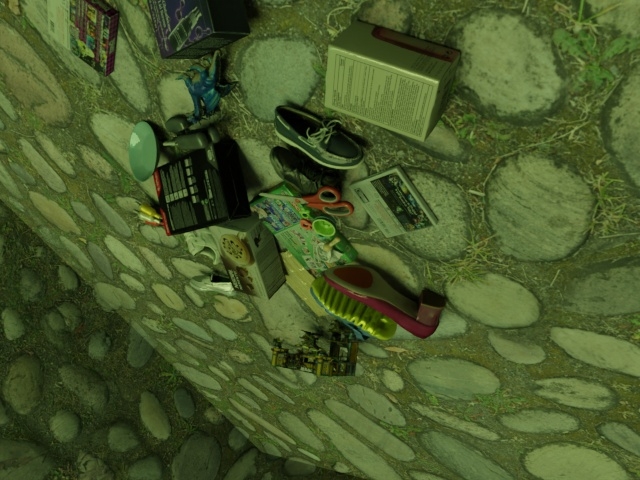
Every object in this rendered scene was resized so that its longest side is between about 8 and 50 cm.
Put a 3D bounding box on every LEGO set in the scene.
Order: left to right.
[{"bbox_3d":[-0.015,0.379,1.906,0.255,0.191,0.331,15,168,-40],"label":"LEGO set"}]

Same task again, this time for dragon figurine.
[{"bbox_3d":[-0.280,-0.397,1.351,0.289,0.085,0.144,-13,123,47],"label":"dragon figurine"}]

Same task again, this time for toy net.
[{"bbox_3d":[0.000,0.000,1.514,0.122,0.045,0.232,9,142,17],"label":"toy net"}]

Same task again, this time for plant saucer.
[{"bbox_3d":[-0.563,-0.286,1.693,0.195,0.038,0.194,4,96,44],"label":"plant saucer"}]

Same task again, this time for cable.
[{"bbox_3d":[-0.578,-0.060,1.992,0.287,0.072,0.139,26,149,13],"label":"cable"}]

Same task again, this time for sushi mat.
[{"bbox_3d":[-0.060,0.156,1.862,0.316,0.019,0.151,48,144,-18],"label":"sushi mat"}]

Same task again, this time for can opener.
[{"bbox_3d":[-0.384,-0.311,1.496,0.284,0.076,0.095,11,127,54],"label":"can opener"}]

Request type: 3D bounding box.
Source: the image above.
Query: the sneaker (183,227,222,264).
[{"bbox_3d":[-0.437,-0.040,1.831,0.305,0.152,0.114,38,147,-1],"label":"sneaker"}]

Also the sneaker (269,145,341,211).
[{"bbox_3d":[-0.029,-0.179,1.398,0.227,0.087,0.130,46,141,-20],"label":"sneaker"}]

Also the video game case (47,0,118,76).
[{"bbox_3d":[-0.670,-0.608,1.464,0.210,0.041,0.232,37,145,-3],"label":"video game case"}]

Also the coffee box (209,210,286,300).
[{"bbox_3d":[-0.243,0.045,1.777,0.168,0.119,0.297,12,133,31],"label":"coffee box"}]

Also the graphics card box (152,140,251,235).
[{"bbox_3d":[-0.378,-0.153,1.622,0.371,0.094,0.232,-11,92,46],"label":"graphics card box"}]

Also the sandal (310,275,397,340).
[{"bbox_3d":[0.094,0.241,1.752,0.317,0.126,0.138,38,149,-1],"label":"sandal"}]

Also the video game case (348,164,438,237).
[{"bbox_3d":[0.189,-0.097,1.368,0.173,0.022,0.190,-15,120,48],"label":"video game case"}]

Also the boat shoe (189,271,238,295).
[{"bbox_3d":[-0.436,0.163,2.139,0.227,0.083,0.075,8,125,17],"label":"boat shoe"}]

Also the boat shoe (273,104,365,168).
[{"bbox_3d":[-0.005,-0.260,1.282,0.255,0.095,0.079,33,157,19],"label":"boat shoe"}]

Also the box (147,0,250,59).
[{"bbox_3d":[-0.273,-0.505,1.158,0.207,0.108,0.153,-5,101,42],"label":"box"}]

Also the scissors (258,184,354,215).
[{"bbox_3d":[-0.042,-0.101,1.422,0.297,0.021,0.109,-1,142,41],"label":"scissors"}]

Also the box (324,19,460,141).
[{"bbox_3d":[0.140,-0.324,1.056,0.233,0.126,0.148,24,143,16],"label":"box"}]

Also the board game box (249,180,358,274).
[{"bbox_3d":[-0.058,-0.035,1.619,0.317,0.046,0.214,49,142,-18],"label":"board game box"}]

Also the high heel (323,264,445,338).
[{"bbox_3d":[0.179,0.200,1.595,0.378,0.127,0.181,20,132,8],"label":"high heel"}]
